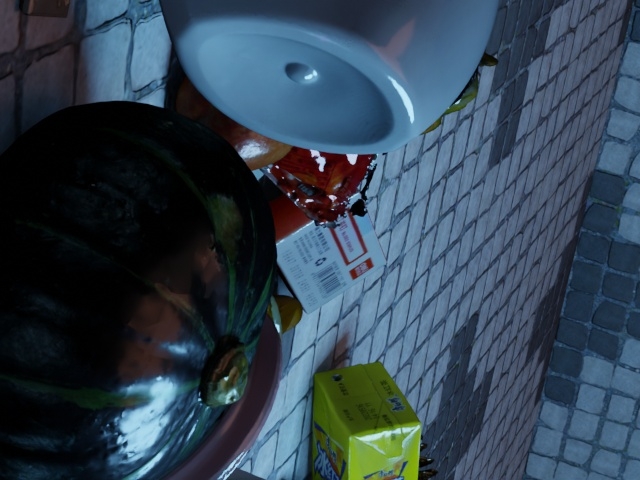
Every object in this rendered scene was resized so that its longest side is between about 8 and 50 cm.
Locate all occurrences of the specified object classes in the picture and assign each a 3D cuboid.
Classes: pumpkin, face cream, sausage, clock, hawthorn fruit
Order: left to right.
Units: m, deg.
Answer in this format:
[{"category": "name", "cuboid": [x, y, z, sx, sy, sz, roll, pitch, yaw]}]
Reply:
[{"category": "pumpkin", "cuboid": [-0.154, 0.054, 1.133, 0.315, 0.238, 0.315, -57, 161, -33]}, {"category": "clock", "cuboid": [-0.134, 0.148, 1.306, 0.056, 0.244, 0.244, 49, 55, -33]}, {"category": "hawthorn fruit", "cuboid": [-0.078, -0.121, 1.391, 0.128, 0.128, 0.128, 17, 90, -72]}, {"category": "sausage", "cuboid": [-0.065, 0.093, 1.713, 0.062, 0.054, 0.183, -40, 174, 23]}, {"category": "face cream", "cuboid": [0.013, -0.266, 1.251, 0.219, 0.312, 0.357, -34, -143, 51]}]

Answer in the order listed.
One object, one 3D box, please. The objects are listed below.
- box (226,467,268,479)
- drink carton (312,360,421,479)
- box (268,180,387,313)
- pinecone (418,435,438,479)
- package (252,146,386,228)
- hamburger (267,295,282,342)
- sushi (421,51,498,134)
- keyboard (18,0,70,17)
[{"category": "box", "cuboid": [-0.089, 0.433, 1.541, 0.300, 0.312, 0.314, 0, 107, -70]}, {"category": "drink carton", "cuboid": [0.060, 0.358, 2.083, 0.154, 0.111, 0.351, -124, -150, -54]}, {"category": "box", "cuboid": [0.000, 0.000, 1.730, 0.123, 0.050, 0.229, -34, 155, -3]}, {"category": "pinecone", "cuboid": [0.104, 0.355, 2.293, 0.163, 0.163, 0.165, 64, 30, -64]}, {"category": "package", "cuboid": [-0.015, -0.129, 1.461, 0.269, 0.194, 0.071, 104, 9, -49]}, {"category": "hamburger", "cuboid": [-0.115, 0.114, 1.518, 0.177, 0.113, 0.185, 67, 36, -55]}, {"category": "sushi", "cuboid": [0.079, -0.196, 1.585, 0.213, 0.200, 0.204, -59, 142, -39]}, {"category": "keyboard", "cuboid": [-0.190, -0.248, 1.102, 0.055, 0.017, 0.166, -13, 119, -64]}]
